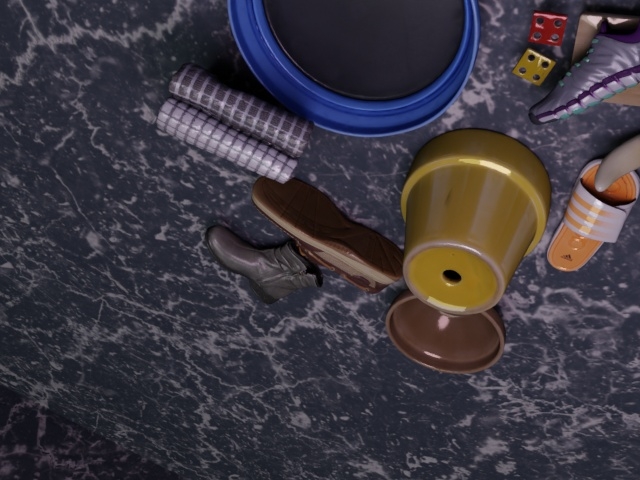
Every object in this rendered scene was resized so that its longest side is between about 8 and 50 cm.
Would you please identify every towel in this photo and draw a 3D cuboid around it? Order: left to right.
[{"bbox_3d":[-0.133,-0.196,1.244,0.235,0.283,0.121,24,97,-6],"label":"towel"}]

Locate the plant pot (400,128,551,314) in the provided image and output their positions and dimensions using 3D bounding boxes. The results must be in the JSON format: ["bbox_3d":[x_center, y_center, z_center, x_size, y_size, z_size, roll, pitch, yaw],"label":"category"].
[{"bbox_3d":[0.243,-0.016,1.244,0.254,0.239,0.254,14,137,14],"label":"plant pot"}]

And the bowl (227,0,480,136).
[{"bbox_3d":[0.052,-0.338,1.136,0.391,0.077,0.391,14,137,13],"label":"bowl"}]

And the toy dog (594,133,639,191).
[{"bbox_3d":[0.552,-0.046,0.939,0.395,0.408,0.284,6,134,20],"label":"toy dog"}]

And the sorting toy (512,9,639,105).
[{"bbox_3d":[0.418,-0.264,1.056,0.275,0.046,0.132,10,136,16],"label":"sorting toy"}]

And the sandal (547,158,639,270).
[{"bbox_3d":[0.456,-0.019,1.258,0.102,0.076,0.265,18,137,8],"label":"sandal"}]

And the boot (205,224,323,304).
[{"bbox_3d":[-0.114,0.030,1.592,0.161,0.083,0.246,-25,124,33],"label":"boot"}]

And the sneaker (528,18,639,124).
[{"bbox_3d":[0.378,-0.241,1.024,0.224,0.083,0.098,-24,96,37],"label":"sneaker"}]

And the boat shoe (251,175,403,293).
[{"bbox_3d":[0.000,0.000,1.469,0.342,0.123,0.123,30,137,-13],"label":"boat shoe"}]

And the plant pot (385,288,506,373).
[{"bbox_3d":[0.259,0.153,1.500,0.237,0.109,0.237,14,137,14],"label":"plant pot"}]
